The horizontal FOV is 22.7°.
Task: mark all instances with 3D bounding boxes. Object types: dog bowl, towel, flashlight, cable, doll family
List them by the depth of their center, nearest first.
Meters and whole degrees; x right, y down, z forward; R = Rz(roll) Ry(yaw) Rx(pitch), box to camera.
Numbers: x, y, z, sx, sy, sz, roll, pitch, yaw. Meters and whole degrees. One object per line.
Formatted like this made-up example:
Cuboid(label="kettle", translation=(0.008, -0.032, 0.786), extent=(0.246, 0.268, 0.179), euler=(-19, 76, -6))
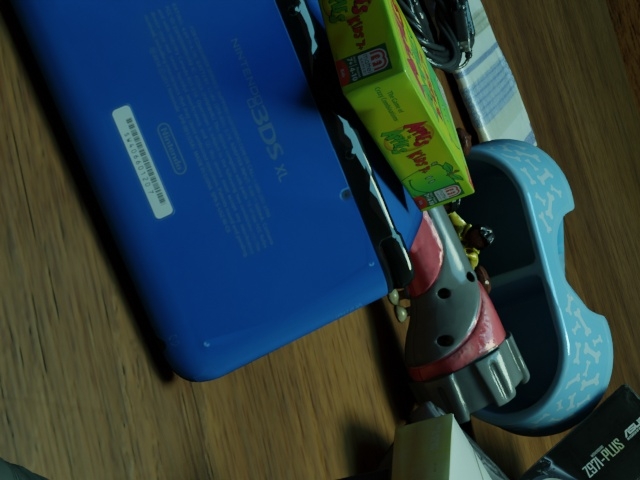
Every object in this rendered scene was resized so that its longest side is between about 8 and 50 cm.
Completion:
Cuboid(label="flashlight", translation=(0.074, 0.008, 1.380), extent=(0.304, 0.103, 0.103), euler=(63, 9, -8))
Cuboid(label="doll family", translation=(0.102, -0.021, 1.456), extent=(0.193, 0.111, 0.076), euler=(67, 20, -13))
Cuboid(label="dog bowl", translation=(0.172, 0.043, 1.534), extent=(0.074, 0.166, 0.297), euler=(5, 68, -56))
Cuboid(label="cable", translation=(0.117, -0.279, 1.800), extent=(0.150, 0.047, 0.184), euler=(-7, 85, -57))
Cuboid(label="towel", translation=(0.192, -0.217, 1.982), extent=(0.285, 0.034, 0.209), euler=(66, 23, -11))

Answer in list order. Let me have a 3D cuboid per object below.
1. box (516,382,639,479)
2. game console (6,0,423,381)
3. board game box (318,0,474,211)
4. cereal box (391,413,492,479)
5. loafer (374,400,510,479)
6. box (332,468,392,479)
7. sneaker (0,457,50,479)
Cuboid(label="box", translation=(0.269, 0.231, 1.558), extent=(0.077, 0.147, 0.180), euler=(47, -4, 19))
Cuboid(label="game console", translation=(-0.055, -0.092, 1.068), extent=(0.293, 0.250, 0.173), euler=(68, -15, -12))
Cuboid(label="board game box", translation=(0.052, -0.100, 1.069), extent=(0.181, 0.043, 0.092), euler=(51, 22, -60))
Cuboid(label="cereal box", translation=(0.109, 0.251, 1.016), extent=(0.240, 0.047, 0.173), euler=(58, 25, -36))
Cuboid(label="loafer", translation=(0.115, 0.224, 1.355), extent=(0.109, 0.095, 0.302), euler=(49, 0, 33))
Cuboid(label="box", translation=(0.046, 0.263, 1.071), extent=(0.207, 0.108, 0.153), euler=(43, 35, -54))
Cuboid(label="sneaker", translation=(-0.125, 0.214, 0.656), extent=(0.147, 0.104, 0.296), euler=(27, 44, -57))
